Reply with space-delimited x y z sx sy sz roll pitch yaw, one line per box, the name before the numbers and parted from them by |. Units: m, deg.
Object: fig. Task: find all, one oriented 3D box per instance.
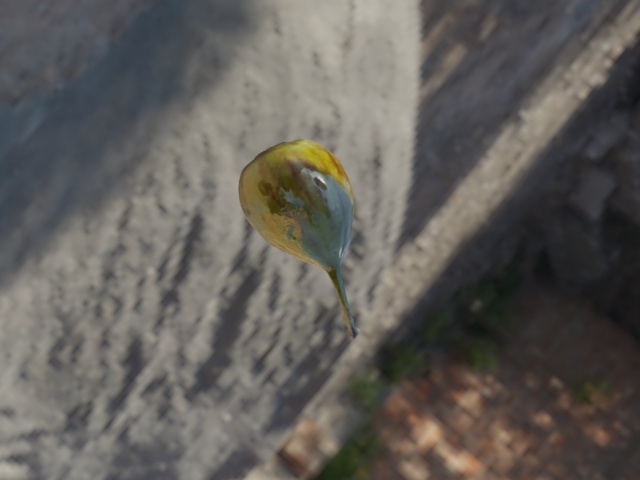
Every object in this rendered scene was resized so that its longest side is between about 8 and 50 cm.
fig | 0.005 -0.011 1.483 0.093 0.166 0.093 -40 -165 14
